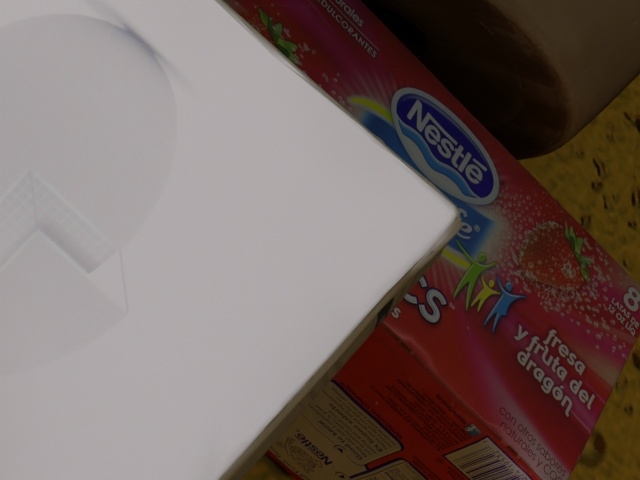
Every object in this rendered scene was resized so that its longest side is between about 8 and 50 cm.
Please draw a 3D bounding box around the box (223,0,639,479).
[{"bbox_3d":[0.000,0.000,0.852,0.257,0.128,0.122,44,51,-14],"label":"box"}]

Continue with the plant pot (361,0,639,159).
[{"bbox_3d":[0.093,-0.200,0.920,0.323,0.323,0.280,35,70,-20],"label":"plant pot"}]

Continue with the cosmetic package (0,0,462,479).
[{"bbox_3d":[-0.112,0.007,0.667,0.224,0.138,0.224,43,85,4],"label":"cosmetic package"}]
